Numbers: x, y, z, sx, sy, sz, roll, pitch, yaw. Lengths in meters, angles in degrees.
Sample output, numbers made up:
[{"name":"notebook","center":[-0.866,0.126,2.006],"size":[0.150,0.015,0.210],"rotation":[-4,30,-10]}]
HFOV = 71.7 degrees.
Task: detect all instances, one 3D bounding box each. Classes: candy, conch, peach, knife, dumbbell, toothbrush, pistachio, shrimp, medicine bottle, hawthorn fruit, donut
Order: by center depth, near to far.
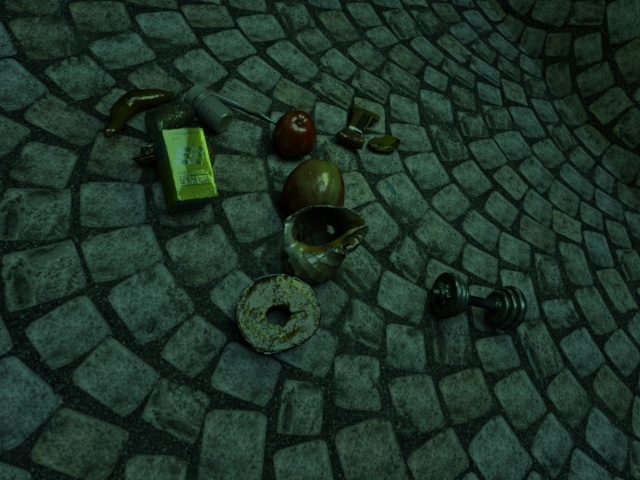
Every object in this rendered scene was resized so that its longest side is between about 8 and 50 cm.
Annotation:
[{"name":"donut","center":[-0.140,0.240,1.396],"size":[0.271,0.107,0.272],"rotation":[8,59,-14]},{"name":"medicine bottle","center":[-0.446,-0.230,1.453],"size":[0.137,0.141,0.251],"rotation":[-11,84,-36]},{"name":"conch","center":[-0.004,-0.002,1.499],"size":[0.324,0.186,0.263],"rotation":[-34,109,-1]},{"name":"shrimp","center":[-0.506,-0.293,1.545],"size":[0.294,0.062,0.154],"rotation":[-14,76,-30]},{"name":"peach","center":[-0.022,-0.191,1.608],"size":[0.232,0.232,0.257],"rotation":[5,53,-21]},{"name":"medicine bottle","center":[-0.417,-0.493,1.663],"size":[0.168,0.105,0.105],"rotation":[42,55,1]},{"name":"dumbbell","center":[0.593,0.232,1.670],"size":[0.405,0.179,0.179],"rotation":[13,59,-17]},{"name":"hawthorn fruit","center":[-0.100,-0.414,1.717],"size":[0.189,0.189,0.189],"rotation":[10,60,-18]},{"name":"toothbrush","center":[-0.290,-0.530,1.783],"size":[0.374,0.037,0.028],"rotation":[20,54,-9]},{"name":"knife","center":[0.316,-0.206,1.884],"size":[0.027,0.010,0.096],"rotation":[-23,75,-32]},{"name":"candy","center":[0.169,-0.502,1.931],"size":[0.143,0.101,0.272],"rotation":[27,50,-2]},{"name":"pistachio","center":[0.284,-0.419,1.962],"size":[0.172,0.049,0.090],"rotation":[-15,48,-27]}]

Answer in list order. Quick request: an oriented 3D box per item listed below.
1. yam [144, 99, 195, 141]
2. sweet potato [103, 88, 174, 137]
[{"name":"yam","center":[-0.542,-0.434,1.580],"size":[0.107,0.107,0.183],"rotation":[42,49,2]},{"name":"sweet potato","center":[-0.659,-0.464,1.546],"size":[0.108,0.079,0.346],"rotation":[17,47,17]}]
